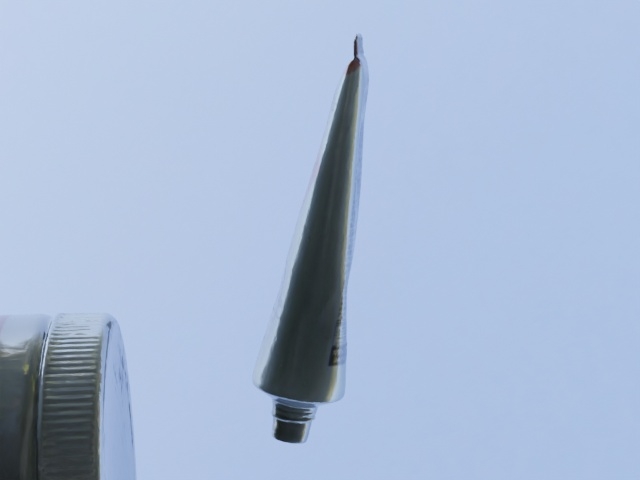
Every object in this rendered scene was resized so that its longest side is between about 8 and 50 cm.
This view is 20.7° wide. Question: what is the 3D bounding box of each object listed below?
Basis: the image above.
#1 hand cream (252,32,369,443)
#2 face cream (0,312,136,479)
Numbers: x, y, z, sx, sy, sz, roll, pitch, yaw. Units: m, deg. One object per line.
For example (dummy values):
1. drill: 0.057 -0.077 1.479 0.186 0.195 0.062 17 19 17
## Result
1. hand cream: 0.000 0.000 1.425 0.078 0.124 0.340 9 -83 3
2. face cream: -0.202 0.142 0.963 0.187 0.201 0.201 -3 -100 -1
